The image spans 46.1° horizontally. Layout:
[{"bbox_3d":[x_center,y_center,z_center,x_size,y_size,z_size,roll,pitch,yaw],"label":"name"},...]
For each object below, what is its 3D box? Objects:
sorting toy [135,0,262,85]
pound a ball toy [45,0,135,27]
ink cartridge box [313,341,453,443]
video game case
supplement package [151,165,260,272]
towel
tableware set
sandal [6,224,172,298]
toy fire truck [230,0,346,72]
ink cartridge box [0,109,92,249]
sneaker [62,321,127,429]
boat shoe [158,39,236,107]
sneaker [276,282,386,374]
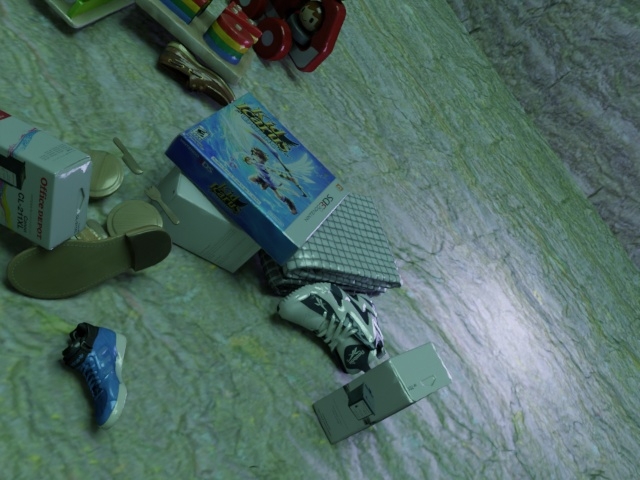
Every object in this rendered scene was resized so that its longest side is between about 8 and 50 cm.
[{"bbox_3d":[-0.235,-0.472,1.598,0.255,0.089,0.257,39,21,-15],"label":"sorting toy"},{"bbox_3d":[-0.383,-0.554,1.440,0.136,0.208,0.319,47,30,-13],"label":"pound a ball toy"},{"bbox_3d":[0.105,0.257,1.266,0.139,0.190,0.082,-9,65,-51],"label":"ink cartridge box"},{"bbox_3d":[-0.098,-0.117,1.312,0.269,0.061,0.244,44,34,-3],"label":"video game case"},{"bbox_3d":[-0.191,-0.043,1.294,0.179,0.105,0.105,30,40,-27],"label":"supplement package"},{"bbox_3d":[0.000,0.000,1.457,0.283,0.121,0.235,12,48,-39],"label":"towel"},{"bbox_3d":[-0.328,-0.060,1.202,0.128,0.039,0.194,-33,76,-27],"label":"tableware set"},{"bbox_3d":[-0.344,0.018,1.105,0.240,0.088,0.079,-14,29,-33],"label":"sandal"},{"bbox_3d":[-0.053,-0.574,1.802,0.169,0.254,0.302,-11,66,-51],"label":"toy fire truck"},{"bbox_3d":[-0.407,-0.086,1.021,0.175,0.127,0.072,26,34,13],"label":"ink cartridge box"},{"bbox_3d":[-0.306,0.176,1.003,0.084,0.058,0.152,30,35,-35],"label":"sneaker"},{"bbox_3d":[-0.253,-0.327,1.535,0.178,0.064,0.060,39,69,-18],"label":"boat shoe"},{"bbox_3d":[0.034,0.168,1.354,0.235,0.094,0.153,21,35,-49],"label":"sneaker"}]
